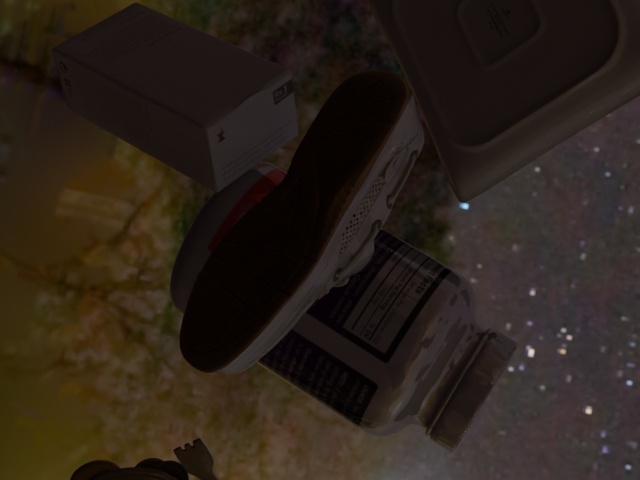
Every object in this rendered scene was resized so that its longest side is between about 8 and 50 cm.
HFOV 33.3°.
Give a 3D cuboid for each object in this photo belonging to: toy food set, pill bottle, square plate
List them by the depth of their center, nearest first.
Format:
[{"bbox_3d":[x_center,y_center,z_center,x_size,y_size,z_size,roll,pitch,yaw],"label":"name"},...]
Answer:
[{"bbox_3d":[-0.170,0.247,0.978,0.038,0.192,0.132,-101,166,-61],"label":"toy food set"},{"bbox_3d":[0.024,0.070,1.061,0.181,0.323,0.181,-55,169,-17],"label":"pill bottle"},{"bbox_3d":[0.231,-0.277,1.340,0.344,0.049,0.347,-33,-110,33],"label":"square plate"}]

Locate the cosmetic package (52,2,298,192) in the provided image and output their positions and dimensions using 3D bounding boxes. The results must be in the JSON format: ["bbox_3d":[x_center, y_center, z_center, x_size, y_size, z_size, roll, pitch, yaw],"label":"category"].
[{"bbox_3d":[-0.144,-0.146,1.053,0.231,0.117,0.085,31,-35,33],"label":"cosmetic package"}]

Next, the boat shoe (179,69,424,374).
[{"bbox_3d":[0.000,0.000,0.848,0.098,0.096,0.277,30,-101,40],"label":"boat shoe"}]
